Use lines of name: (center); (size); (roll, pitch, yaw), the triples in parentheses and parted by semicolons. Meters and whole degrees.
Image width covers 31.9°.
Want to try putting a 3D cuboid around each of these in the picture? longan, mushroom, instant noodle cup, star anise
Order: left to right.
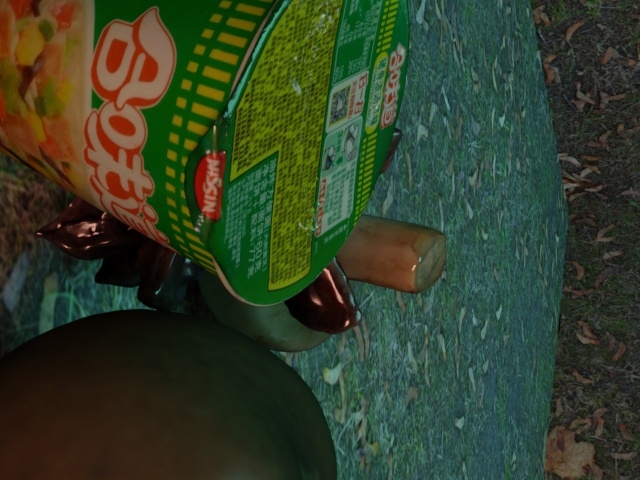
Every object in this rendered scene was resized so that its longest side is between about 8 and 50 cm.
longan: (-0.101, 0.143, 0.641); (0.248, 0.248, 0.248); (-1, 90, -70)
instant noodle cup: (-0.097, -0.097, 0.639); (0.207, 0.233, 0.207); (-49, 151, -39)
star anise: (-0.063, -0.031, 0.793); (0.282, 0.212, 0.129); (-70, 155, -47)
mushroom: (0.000, 0.000, 0.977); (0.207, 0.215, 0.207); (8, 90, -70)
